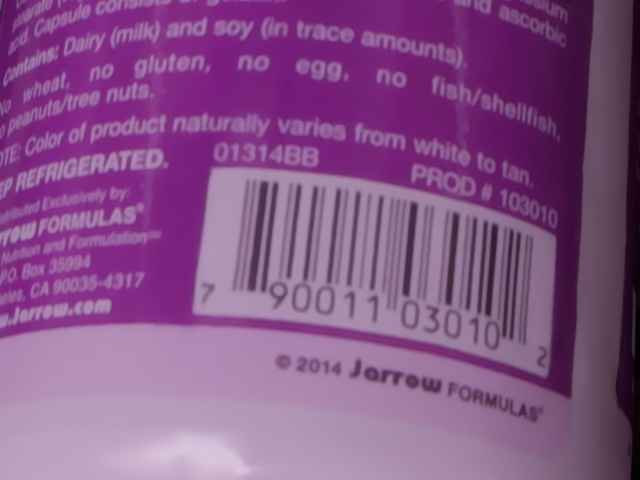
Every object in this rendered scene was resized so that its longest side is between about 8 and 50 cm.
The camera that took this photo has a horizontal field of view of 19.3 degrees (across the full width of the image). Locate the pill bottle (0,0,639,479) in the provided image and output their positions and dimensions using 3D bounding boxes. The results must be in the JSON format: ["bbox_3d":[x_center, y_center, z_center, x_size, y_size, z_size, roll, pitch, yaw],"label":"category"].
[{"bbox_3d":[0.001,-0.059,0.496,0.169,0.169,0.301,-10,64,35],"label":"pill bottle"}]

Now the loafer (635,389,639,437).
[{"bbox_3d":[0.120,-0.047,0.521,0.084,0.096,0.267,15,113,47],"label":"loafer"}]
